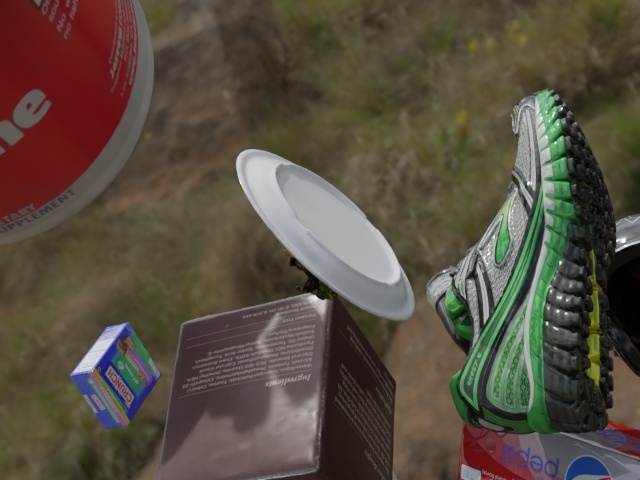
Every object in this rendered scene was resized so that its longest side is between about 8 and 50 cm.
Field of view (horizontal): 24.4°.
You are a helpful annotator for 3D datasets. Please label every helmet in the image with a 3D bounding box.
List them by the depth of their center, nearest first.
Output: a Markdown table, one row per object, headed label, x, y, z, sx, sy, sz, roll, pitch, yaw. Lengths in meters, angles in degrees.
| label | x | y | z | sx | sy | sz | roll | pitch | yaw |
| --- | --- | --- | --- | --- | --- | --- | --- | --- | --- |
| helmet | 0.364 | 0.051 | 1.603 | 0.169 | 0.161 | 0.169 | -21 | -20 | -8 |

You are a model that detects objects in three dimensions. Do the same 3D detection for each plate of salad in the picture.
| label | x | y | z | sx | sy | sz | roll | pitch | yaw |
| --- | --- | --- | --- | --- | --- | --- | --- | --- | --- |
| plate of salad | 0.000 | 0.000 | 1.252 | 0.048 | 0.200 | 0.200 | -46 | 17 | 19 |

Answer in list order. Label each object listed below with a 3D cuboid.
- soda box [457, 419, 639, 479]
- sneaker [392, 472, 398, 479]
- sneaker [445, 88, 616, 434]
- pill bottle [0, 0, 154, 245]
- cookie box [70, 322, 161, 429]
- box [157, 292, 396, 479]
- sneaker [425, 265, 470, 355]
| label | x | y | z | sx | sy | sz | roll | pitch | yaw |
| --- | --- | --- | --- | --- | --- | --- | --- | --- | --- |
| soda box | 0.246 | 0.211 | 1.344 | 0.092 | 0.083 | 0.263 | 0 | 9 | -37 |
| sneaker | 0.044 | 0.294 | 1.543 | 0.058 | 0.152 | 0.084 | 3 | 28 | 42 |
| sneaker | 0.177 | 0.010 | 1.314 | 0.146 | 0.134 | 0.343 | -9 | 53 | 26 |
| pill bottle | -0.253 | -0.152 | 0.796 | 0.229 | 0.229 | 0.407 | -31 | -19 | 2 |
| cookie box | -0.261 | 0.173 | 1.895 | 0.040 | 0.092 | 0.107 | -15 | 26 | 31 |
| box | -0.036 | 0.184 | 1.392 | 0.167 | 0.168 | 0.203 | -13 | 46 | 20 |
| sneaker | 0.209 | 0.116 | 1.620 | 0.078 | 0.234 | 0.106 | -40 | 44 | 24 |
